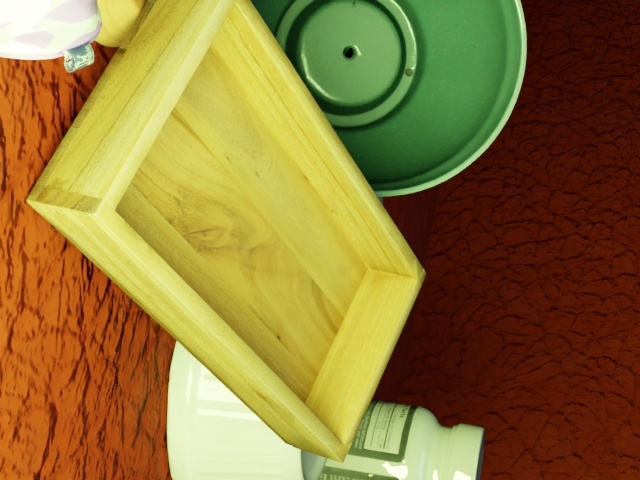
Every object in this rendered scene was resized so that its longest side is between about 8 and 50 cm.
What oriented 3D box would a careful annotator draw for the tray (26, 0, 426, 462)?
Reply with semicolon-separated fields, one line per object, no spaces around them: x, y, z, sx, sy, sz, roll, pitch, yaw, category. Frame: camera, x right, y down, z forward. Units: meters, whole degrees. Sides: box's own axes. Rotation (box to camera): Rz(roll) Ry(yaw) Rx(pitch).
-0.048;0.003;0.916;0.202;0.076;0.411;-64;143;-22;tray

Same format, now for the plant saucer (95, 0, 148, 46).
-0.134;-0.240;0.822;0.200;0.037;0.199;7;90;-78;plant saucer

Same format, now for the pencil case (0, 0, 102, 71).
-0.169;-0.193;0.588;0.088;0.086;0.206;-31;131;-40;pencil case

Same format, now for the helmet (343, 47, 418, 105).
0.090;-0.202;1.378;0.161;0.169;0.169;-52;-179;24;helmet

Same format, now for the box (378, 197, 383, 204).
0.000;0.000;1.394;0.243;0.117;0.213;-59;153;-65;box

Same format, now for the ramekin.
-0.056;0.146;1.181;0.273;0.127;0.272;6;90;-79;ramekin

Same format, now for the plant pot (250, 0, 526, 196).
0.045;-0.200;1.189;0.196;0.293;0.292;-141;-125;-78;plant pot

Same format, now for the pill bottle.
0.064;0.285;1.456;0.162;0.279;0.162;7;90;-78;pill bottle
